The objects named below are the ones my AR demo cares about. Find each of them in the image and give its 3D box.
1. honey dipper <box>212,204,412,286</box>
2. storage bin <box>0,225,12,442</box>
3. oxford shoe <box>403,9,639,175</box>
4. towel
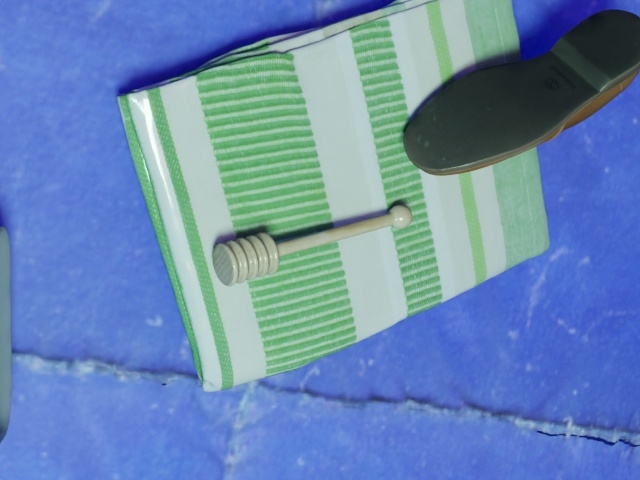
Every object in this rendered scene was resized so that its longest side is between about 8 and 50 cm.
[{"bbox_3d":[0.000,0.000,0.777,0.160,0.030,0.030,-14,107,-33],"label":"honey dipper"},{"bbox_3d":[-0.239,0.058,0.663,0.091,0.098,0.135,3,101,-2],"label":"storage bin"},{"bbox_3d":[0.157,-0.095,0.833,0.212,0.076,0.076,-26,155,-14],"label":"oxford shoe"},{"bbox_3d":[0.027,-0.048,0.821,0.325,0.038,0.248,-24,112,-26],"label":"towel"}]
